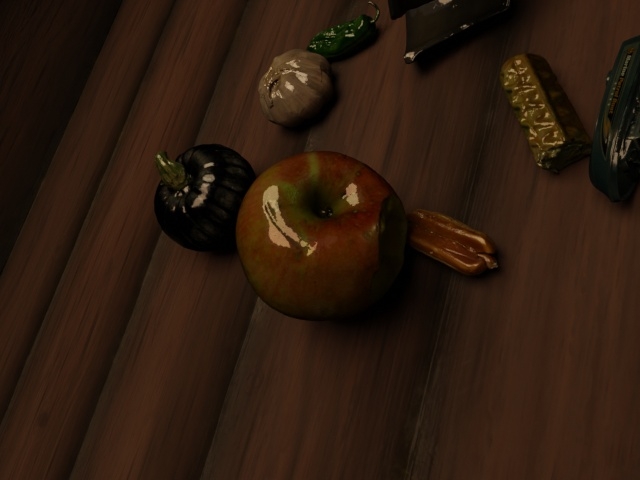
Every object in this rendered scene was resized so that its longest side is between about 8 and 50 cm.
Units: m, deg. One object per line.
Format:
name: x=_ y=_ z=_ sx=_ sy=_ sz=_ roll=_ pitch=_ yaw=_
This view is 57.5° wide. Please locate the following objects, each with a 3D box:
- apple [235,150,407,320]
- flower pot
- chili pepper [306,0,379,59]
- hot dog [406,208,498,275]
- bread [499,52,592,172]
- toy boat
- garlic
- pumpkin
apple: x=0.000 y=0.000 z=1.154 sx=0.339 sy=0.339 sz=0.339 roll=-19 pitch=57 yaw=31
flower pot: x=0.277 y=-0.604 z=1.268 sx=0.251 sy=0.379 sz=0.379 roll=-7 pitch=62 yaw=18
chili pepper: x=0.056 y=-0.544 z=1.572 sx=0.257 sy=0.074 sz=0.100 roll=-8 pitch=63 yaw=38
hot dog: x=0.249 y=0.004 z=1.130 sx=0.092 sy=0.062 sz=0.236 roll=-56 pitch=43 yaw=1
bread: x=0.418 y=-0.255 z=1.109 sx=0.098 sy=0.087 sz=0.269 roll=-29 pitch=53 yaw=26
toy boat: x=0.525 y=-0.198 z=0.971 sx=0.122 sy=0.114 sz=0.296 roll=5 pitch=70 yaw=50
garlic: x=-0.075 y=-0.409 z=1.555 sx=0.228 sy=0.152 sz=0.228 roll=-23 pitch=48 yaw=28
pumpkin: x=-0.316 y=-0.124 z=1.519 sx=0.296 sy=0.296 sz=0.296 roll=-19 pitch=57 yaw=31
